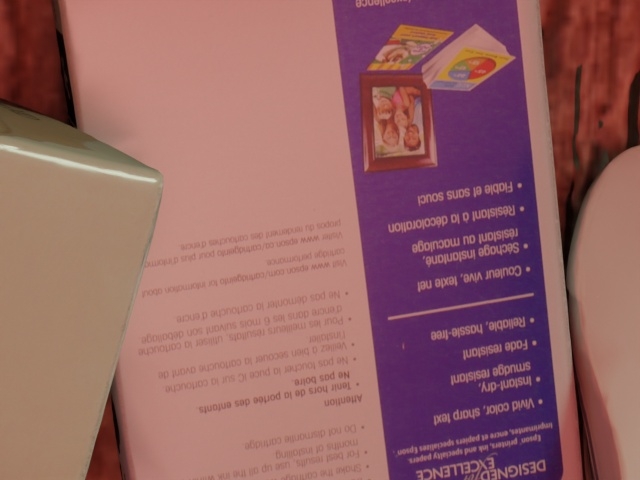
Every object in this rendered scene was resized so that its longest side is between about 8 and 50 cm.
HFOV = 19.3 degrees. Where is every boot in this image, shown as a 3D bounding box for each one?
[{"bbox_3d":[0.120,0.065,0.703,0.069,0.086,0.190,2,74,-7],"label":"boot"}]

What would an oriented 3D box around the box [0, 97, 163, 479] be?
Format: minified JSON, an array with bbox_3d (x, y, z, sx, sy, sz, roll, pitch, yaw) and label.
[{"bbox_3d":[-0.219,-0.006,0.530,0.311,0.148,0.121,12,97,-35],"label":"box"}]

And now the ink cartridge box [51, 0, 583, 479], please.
[{"bbox_3d":[0.000,0.000,0.665,0.165,0.065,0.332,-8,100,-11],"label":"ink cartridge box"}]
